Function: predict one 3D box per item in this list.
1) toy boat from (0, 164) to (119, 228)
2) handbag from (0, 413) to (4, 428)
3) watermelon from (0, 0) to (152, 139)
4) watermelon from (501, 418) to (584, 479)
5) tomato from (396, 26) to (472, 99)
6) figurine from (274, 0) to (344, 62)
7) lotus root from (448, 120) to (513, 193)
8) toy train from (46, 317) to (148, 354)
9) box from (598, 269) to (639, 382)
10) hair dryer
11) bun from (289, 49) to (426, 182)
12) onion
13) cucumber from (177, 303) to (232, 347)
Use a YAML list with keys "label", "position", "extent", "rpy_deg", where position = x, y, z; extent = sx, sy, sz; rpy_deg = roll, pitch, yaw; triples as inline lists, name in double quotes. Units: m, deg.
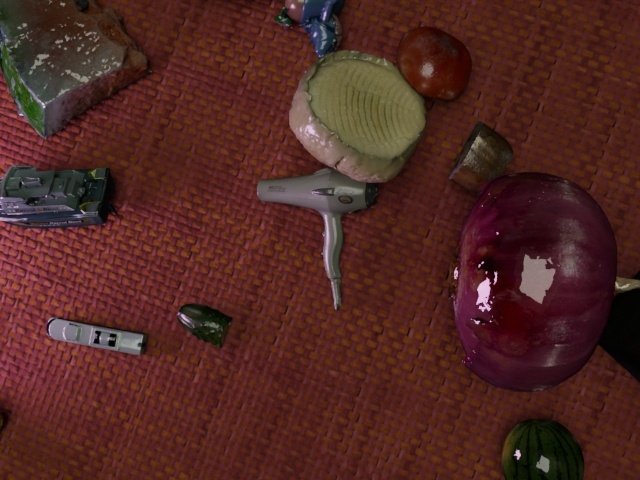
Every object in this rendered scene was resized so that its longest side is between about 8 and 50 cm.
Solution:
- label: "toy boat"
  position: [-0.553, -0.087, 1.468]
  extent: [0.296, 0.122, 0.114]
  rpy_deg: [-1, 61, 10]
- label: "handbag"
  position: [-0.805, 0.457, 1.384]
  extent: [0.133, 0.283, 0.401]
  rpy_deg: [37, 93, 12]
- label: "watermelon"
  position: [-0.527, -0.380, 1.467]
  extent: [0.302, 0.151, 0.264]
  rpy_deg: [-29, 82, 5]
- label: "watermelon"
  position: [0.386, 0.406, 1.304]
  extent: [0.141, 0.141, 0.187]
  rpy_deg: [-4, 97, 7]
- label: "tomato"
  position: [0.217, -0.332, 1.363]
  extent: [0.156, 0.069, 0.155]
  rpy_deg: [12, 59, -20]
- label: "figurine"
  position: [-0.019, -0.424, 1.430]
  extent: [0.144, 0.114, 0.178]
  rpy_deg: [-8, 94, 9]
- label: "lotus root"
  position: [0.291, -0.149, 1.365]
  extent: [0.081, 0.112, 0.122]
  rpy_deg: [27, 92, -8]
- label: "toy train"
  position: [-0.446, 0.187, 1.473]
  extent: [0.207, 0.047, 0.043]
  rpy_deg: [9, 86, 7]
- label: "box"
  position: [0.624, 0.140, 1.187]
  extent: [0.204, 0.345, 0.251]
  rpy_deg: [41, 91, 2]
- label: "hair dryer"
  position: [-0.029, -0.024, 1.425]
  extent: [0.229, 0.092, 0.267]
  rpy_deg: [21, 99, 16]
- label: "bun"
  position: [0.060, -0.216, 1.355]
  extent: [0.259, 0.152, 0.259]
  rpy_deg: [9, 60, -16]
- label: "onion"
  position: [0.357, 0.076, 1.212]
  extent: [0.345, 0.358, 0.358]
  rpy_deg: [24, 90, 22]
- label: "cucumber"
  position: [-0.232, 0.161, 1.452]
  extent: [0.107, 0.035, 0.067]
  rpy_deg: [21, 91, 10]
